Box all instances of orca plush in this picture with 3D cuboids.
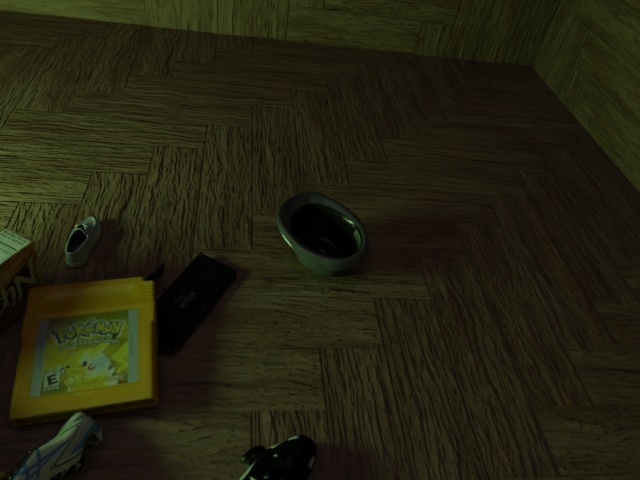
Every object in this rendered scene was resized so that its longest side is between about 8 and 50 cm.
[{"bbox_3d":[-0.120,0.453,0.990,0.288,0.102,0.151,-14,48,-25],"label":"orca plush"}]

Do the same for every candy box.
[{"bbox_3d":[-0.755,0.141,1.128,0.088,0.182,0.316,23,44,11],"label":"candy box"}]

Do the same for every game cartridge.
[{"bbox_3d":[-0.509,0.228,1.152,0.286,0.052,0.323,-6,53,-13],"label":"game cartridge"}]

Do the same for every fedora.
[{"bbox_3d":[0.000,0.000,1.482,0.276,0.124,0.243,33,48,10],"label":"fedora"}]

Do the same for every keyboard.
[{"bbox_3d":[-0.372,0.140,1.324,0.202,0.033,0.317,26,43,8],"label":"keyboard"}]

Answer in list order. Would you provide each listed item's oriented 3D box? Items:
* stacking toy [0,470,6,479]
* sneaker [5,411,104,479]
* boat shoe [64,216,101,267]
[{"bbox_3d":[-0.552,0.476,0.856,0.221,0.052,0.167,28,16,17],"label":"stacking toy"},{"bbox_3d":[-0.486,0.406,0.941,0.086,0.085,0.237,42,26,0],"label":"sneaker"},{"bbox_3d":[-0.642,-0.011,1.401,0.066,0.063,0.184,10,43,-2],"label":"boat shoe"}]
